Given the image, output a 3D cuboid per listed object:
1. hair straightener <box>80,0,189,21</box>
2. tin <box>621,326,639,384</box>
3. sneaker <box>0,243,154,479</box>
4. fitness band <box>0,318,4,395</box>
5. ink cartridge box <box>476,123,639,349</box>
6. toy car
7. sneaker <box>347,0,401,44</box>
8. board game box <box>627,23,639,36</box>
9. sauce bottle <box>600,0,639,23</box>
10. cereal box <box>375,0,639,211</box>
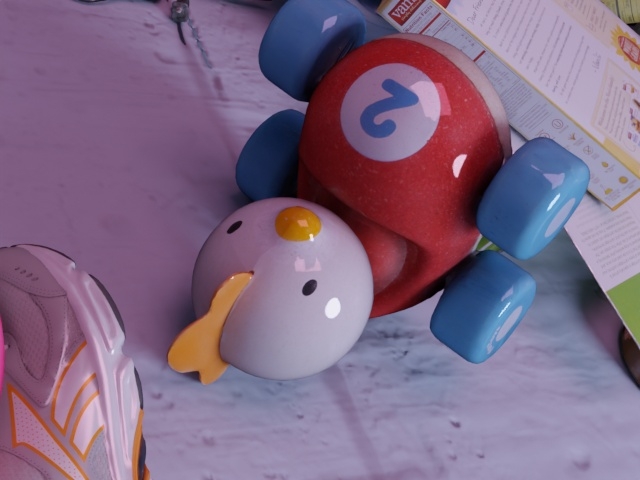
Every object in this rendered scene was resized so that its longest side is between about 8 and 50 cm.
[{"bbox_3d":[-0.127,-0.221,1.008,0.230,0.047,0.089,2,49,-34],"label":"hair straightener"},{"bbox_3d":[0.325,0.115,1.003,0.189,0.040,0.106,33,43,-3],"label":"tin"},{"bbox_3d":[-0.149,0.111,0.624,0.121,0.099,0.262,-6,53,-34],"label":"sneaker"},{"bbox_3d":[-0.281,0.032,0.589,0.291,0.054,0.209,40,57,14],"label":"fitness band"},{"bbox_3d":[0.199,-0.025,1.011,0.189,0.097,0.255,-21,75,-46],"label":"ink cartridge box"},{"bbox_3d":[0.000,0.000,0.774,0.219,0.210,0.238,37,50,19],"label":"toy car"},{"bbox_3d":[0.019,-0.288,1.070,0.366,0.135,0.150,53,1,21],"label":"sneaker"},{"bbox_3d":[0.362,-0.089,1.149,0.193,0.053,0.305,40,28,-30],"label":"board game box"},{"bbox_3d":[0.263,-0.252,1.137,0.344,0.111,0.111,0,35,20],"label":"sauce bottle"},{"bbox_3d":[0.168,-0.155,0.974,0.240,0.047,0.173,39,43,-9],"label":"cereal box"}]
